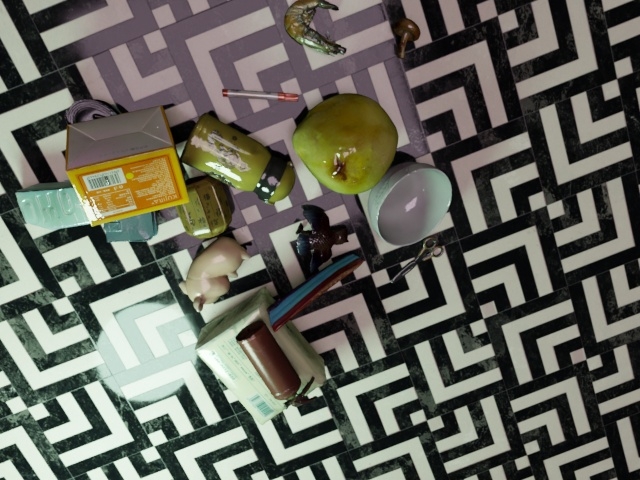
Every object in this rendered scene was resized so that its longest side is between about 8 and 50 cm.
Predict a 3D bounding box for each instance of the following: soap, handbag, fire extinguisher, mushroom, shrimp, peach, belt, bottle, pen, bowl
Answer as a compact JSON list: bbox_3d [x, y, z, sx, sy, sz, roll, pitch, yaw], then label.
[{"bbox_3d":[-0.835,-0.113,1.680,0.231,0.091,0.144,-10,107,-4],"label":"soap"},{"bbox_3d":[-0.632,-0.107,1.715,0.180,0.062,0.228,-2,106,-5],"label":"handbag"},{"bbox_3d":[-0.125,0.403,1.683,0.147,0.107,0.336,-38,108,-24],"label":"fire extinguisher"},{"bbox_3d":[0.265,-0.634,1.643,0.088,0.072,0.129,19,145,9],"label":"mushroom"},{"bbox_3d":[-0.001,-0.659,1.621,0.217,0.051,0.150,28,95,-9],"label":"shrimp"},{"bbox_3d":[0.084,-0.288,1.607,0.315,0.315,0.281,-25,122,-4],"label":"peach"},{"bbox_3d":[-0.676,-0.351,1.631,0.198,0.078,0.151,36,97,-14],"label":"belt"},{"bbox_3d":[-0.244,-0.241,1.654,0.352,0.171,0.171,28,102,-12],"label":"bottle"},{"bbox_3d":[-0.189,-0.459,1.671,0.239,0.028,0.028,3,106,-6],"label":"pen"},{"bbox_3d":[0.269,-0.137,1.717,0.287,0.143,0.286,-17,132,-20],"label":"bowl"}]

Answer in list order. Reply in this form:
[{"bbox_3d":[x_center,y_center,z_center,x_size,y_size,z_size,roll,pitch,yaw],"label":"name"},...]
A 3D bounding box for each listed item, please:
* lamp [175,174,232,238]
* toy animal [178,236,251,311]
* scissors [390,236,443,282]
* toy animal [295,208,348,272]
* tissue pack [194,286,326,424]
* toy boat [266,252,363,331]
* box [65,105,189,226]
[{"bbox_3d":[-0.375,-0.107,1.687,0.162,0.161,0.184,-18,109,0],"label":"lamp"},{"bbox_3d":[-0.354,0.102,1.751,0.154,0.166,0.250,31,91,-21],"label":"toy animal"},{"bbox_3d":[0.335,0.079,1.883,0.220,0.017,0.088,-41,109,7],"label":"scissors"},{"bbox_3d":[0.008,-0.001,1.777,0.180,0.116,0.218,-5,100,-3],"label":"toy animal"},{"bbox_3d":[-0.200,0.395,1.825,0.297,0.207,0.380,-33,106,5],"label":"tissue pack"},{"bbox_3d":[-0.020,0.164,1.760,0.392,0.136,0.079,-33,79,-26],"label":"toy boat"},{"bbox_3d":[-0.551,-0.216,1.524,0.284,0.259,0.213,-15,132,-13],"label":"box"}]
